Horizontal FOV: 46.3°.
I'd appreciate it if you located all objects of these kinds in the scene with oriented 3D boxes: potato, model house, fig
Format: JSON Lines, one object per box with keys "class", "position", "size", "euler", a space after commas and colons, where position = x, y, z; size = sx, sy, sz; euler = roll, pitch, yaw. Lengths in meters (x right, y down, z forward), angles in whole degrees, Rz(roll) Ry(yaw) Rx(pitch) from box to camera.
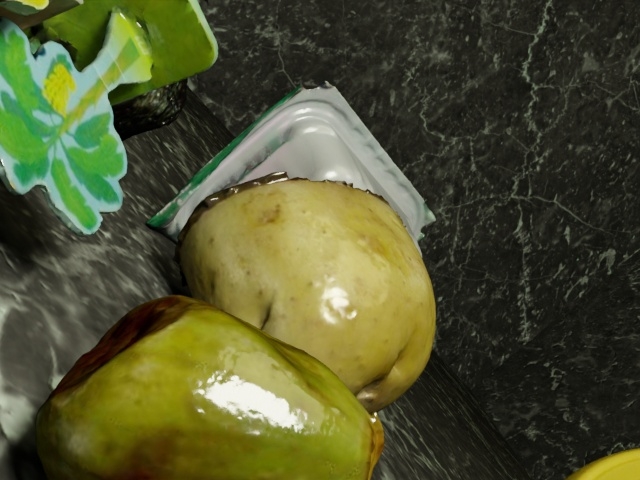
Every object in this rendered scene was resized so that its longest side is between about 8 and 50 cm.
{"class": "potato", "position": [0.004, 0.072, 0.754], "size": [0.285, 0.242, 0.242], "euler": [32, 16, -48]}
{"class": "model house", "position": [-0.261, -0.161, 0.475], "size": [0.313, 0.242, 0.358], "euler": [-73, 146, -52]}
{"class": "fig", "position": [-0.053, 0.103, 0.389], "size": [0.165, 0.154, 0.144], "euler": [17, 44, 11]}

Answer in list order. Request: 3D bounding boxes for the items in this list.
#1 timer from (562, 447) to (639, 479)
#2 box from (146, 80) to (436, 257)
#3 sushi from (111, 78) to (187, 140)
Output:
{"class": "timer", "position": [0.355, 0.409, 0.716], "size": [0.376, 0.376, 0.387], "euler": [-110, -179, -76]}
{"class": "box", "position": [0.000, 0.000, 0.921], "size": [0.336, 0.264, 0.106], "euler": [43, 10, -43]}
{"class": "sushi", "position": [-0.276, -0.253, 0.763], "size": [0.350, 0.211, 0.171], "euler": [53, -6, -2]}
